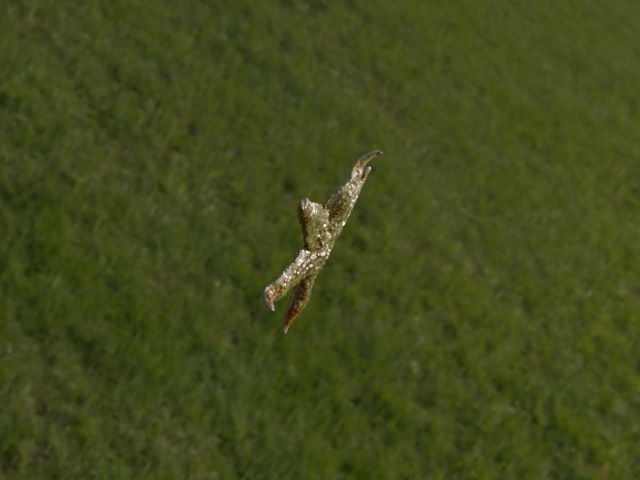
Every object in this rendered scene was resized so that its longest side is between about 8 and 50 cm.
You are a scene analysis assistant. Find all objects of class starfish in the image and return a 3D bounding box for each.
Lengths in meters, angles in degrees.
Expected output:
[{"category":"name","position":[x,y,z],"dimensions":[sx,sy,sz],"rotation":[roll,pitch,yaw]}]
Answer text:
[{"category":"starfish","position":[0.000,0.000,0.602],"dimensions":[0.016,0.086,0.092],"rotation":[29,46,9]}]
